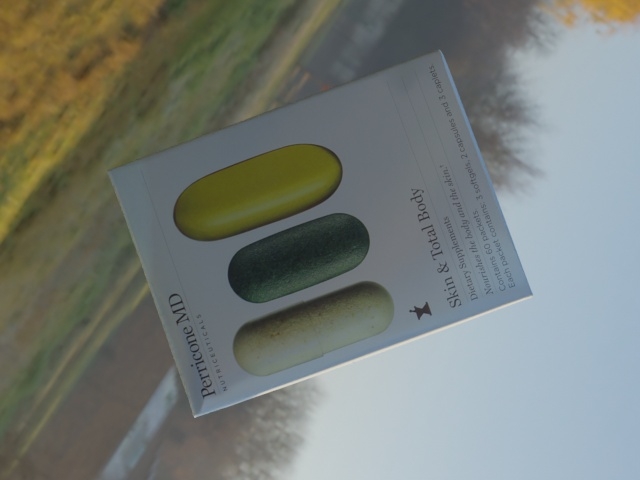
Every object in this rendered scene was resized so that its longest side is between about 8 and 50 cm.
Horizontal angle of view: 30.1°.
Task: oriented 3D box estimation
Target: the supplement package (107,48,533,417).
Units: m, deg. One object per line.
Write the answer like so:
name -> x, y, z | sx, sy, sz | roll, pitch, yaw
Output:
supplement package -> 0.000, 0.000, 0.957 | 0.263, 0.199, 0.198 | -20, 177, -1
